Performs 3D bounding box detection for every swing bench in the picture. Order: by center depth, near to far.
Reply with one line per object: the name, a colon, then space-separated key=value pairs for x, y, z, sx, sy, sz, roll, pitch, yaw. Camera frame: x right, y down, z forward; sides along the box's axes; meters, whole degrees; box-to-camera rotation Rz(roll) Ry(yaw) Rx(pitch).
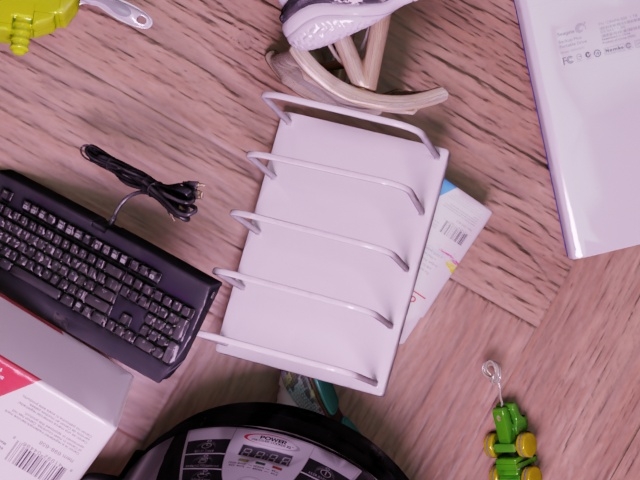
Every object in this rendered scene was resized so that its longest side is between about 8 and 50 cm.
swing bench: x=0.019 y=-0.252 z=1.784 sx=0.165 sy=0.253 sz=0.254 roll=-7 pitch=94 yaw=-8

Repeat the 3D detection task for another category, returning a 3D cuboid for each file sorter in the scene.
file sorter: x=0.000 y=0.000 z=1.793 sx=0.193 sy=0.173 sz=0.277 roll=14 pitch=83 yaw=13

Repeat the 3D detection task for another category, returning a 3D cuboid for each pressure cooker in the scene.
pressure cooker: x=-0.077 y=0.372 z=1.743 sx=0.376 sy=0.420 sz=0.370 roll=-28 pitch=106 yaw=28

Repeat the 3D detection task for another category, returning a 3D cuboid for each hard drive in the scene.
hard drive: x=0.351 y=-0.157 z=1.945 sx=0.210 sy=0.040 sz=0.318 roll=-13 pitch=96 yaw=-7

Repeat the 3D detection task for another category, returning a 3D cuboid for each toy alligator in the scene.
toy alligator: x=0.221 y=0.224 z=1.951 sx=0.051 sy=0.056 sz=0.189 roll=-14 pitch=96 yaw=-49

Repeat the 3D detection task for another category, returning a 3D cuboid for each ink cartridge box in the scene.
ink cartridge box: x=-0.353 y=0.211 z=1.781 sx=0.197 sy=0.114 sz=0.273 roll=33 pitch=113 yaw=-10
ink cartridge box: x=0.096 y=0.013 z=1.909 sx=0.104 sy=0.061 sz=0.181 roll=34 pitch=88 yaw=-8

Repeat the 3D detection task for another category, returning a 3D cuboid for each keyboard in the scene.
keyboard: x=-0.232 y=-0.001 z=1.781 sx=0.317 sy=0.033 sz=0.201 roll=26 pitch=91 yaw=30

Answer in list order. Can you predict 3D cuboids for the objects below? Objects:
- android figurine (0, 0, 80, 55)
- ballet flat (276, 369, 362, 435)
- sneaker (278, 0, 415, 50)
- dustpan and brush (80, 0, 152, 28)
android figurine: x=-0.328 y=-0.322 z=1.786 sx=0.248 sy=0.056 sz=0.272 roll=8 pitch=73 yaw=-3
ballet flat: x=-0.001 y=0.204 z=1.909 sx=0.079 sy=0.077 sz=0.221 roll=-28 pitch=98 yaw=14
sneaker: x=0.089 y=-0.346 z=1.590 sx=0.366 sy=0.137 sz=0.210 roll=-30 pitch=100 yaw=-3
dustpan and brush: x=-0.277 y=-0.278 z=1.835 sx=0.211 sy=0.060 sz=0.147 roll=26 pitch=90 yaw=-9
